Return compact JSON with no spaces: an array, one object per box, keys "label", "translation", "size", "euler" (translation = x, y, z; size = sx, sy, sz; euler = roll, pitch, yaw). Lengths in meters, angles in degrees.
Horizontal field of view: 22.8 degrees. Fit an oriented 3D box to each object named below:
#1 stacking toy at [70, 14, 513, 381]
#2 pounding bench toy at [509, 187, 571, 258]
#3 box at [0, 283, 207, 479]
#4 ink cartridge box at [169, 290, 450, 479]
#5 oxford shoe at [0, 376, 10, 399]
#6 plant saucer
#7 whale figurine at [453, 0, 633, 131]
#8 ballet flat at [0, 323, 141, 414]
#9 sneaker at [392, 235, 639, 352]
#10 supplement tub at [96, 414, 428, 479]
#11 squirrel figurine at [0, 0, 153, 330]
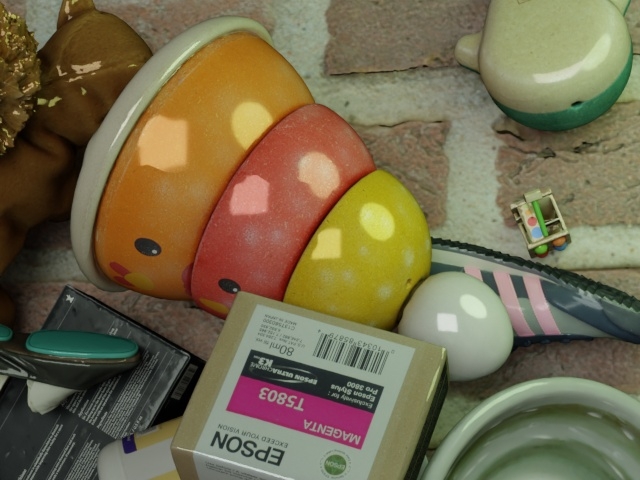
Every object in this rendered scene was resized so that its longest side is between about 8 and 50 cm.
[{"label":"stacking toy","translation":[0.000,0.000,1.732],"size":[0.480,0.350,0.351],"euler":[31,86,18]},{"label":"pounding bench toy","translation":[0.255,-0.019,1.828],"size":[0.052,0.083,0.065],"euler":[-22,74,7]},{"label":"box","translation":[-0.279,0.213,1.885],"size":[0.184,0.103,0.261],"euler":[29,86,14]},{"label":"ink cartridge box","translation":[-0.007,0.176,1.601],"size":[0.234,0.088,0.193],"euler":[14,60,14]},{"label":"oxford shoe","translation":[-0.545,0.157,1.966],"size":[0.363,0.130,0.133],"euler":[14,49,21]},{"label":"plant saucer","translation":[0.242,0.347,1.684],"size":[0.400,0.100,0.400],"euler":[4,81,-27]},{"label":"whale figurine","translation":[0.265,-0.242,1.867],"size":[0.216,0.141,0.272],"euler":[-22,50,7]},{"label":"ballet flat","translation":[-0.346,0.140,1.815],"size":[0.280,0.095,0.096],"euler":[10,106,1]},{"label":"sneaker","translation":[0.228,0.089,1.810],"size":[0.319,0.112,0.131],"euler":[16,97,21]},{"label":"supplement tub","translation":[-0.054,0.282,1.734],"size":[0.331,0.241,0.241],"euler":[-20,74,-5]},{"label":"squirrel figurine","translation":[-0.366,-0.138,1.830],"size":[0.370,0.397,0.281],"euler":[-37,66,0]}]
